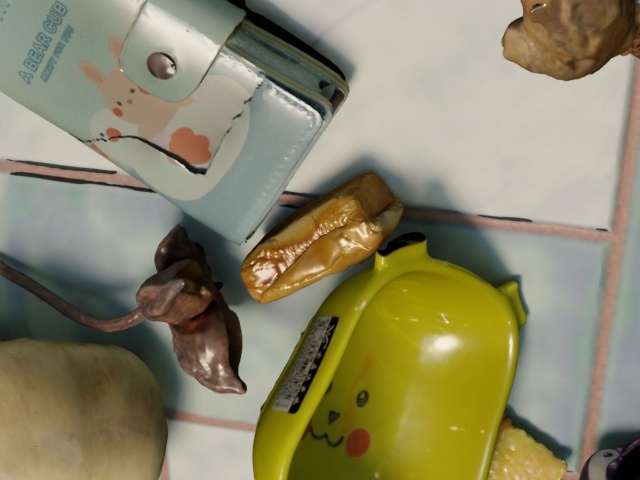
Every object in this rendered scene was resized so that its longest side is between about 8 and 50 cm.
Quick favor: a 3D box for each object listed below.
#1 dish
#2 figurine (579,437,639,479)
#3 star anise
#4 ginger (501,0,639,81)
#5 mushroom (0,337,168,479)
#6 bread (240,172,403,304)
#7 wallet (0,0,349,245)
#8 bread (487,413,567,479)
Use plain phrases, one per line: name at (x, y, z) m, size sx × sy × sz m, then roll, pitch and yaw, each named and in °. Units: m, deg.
dish at (0.035, 0.124, 0.982) m, size 0.221 × 0.262 × 0.108 m, roll 23°, pitch 177°, yaw -43°
figurine at (0.311, 0.216, 1.000) m, size 0.222 × 0.145 × 0.145 m, roll -7°, pitch 121°, yaw 18°
star anise at (-0.185, 0.049, 1.031) m, size 0.227 × 0.148 × 0.219 m, roll -21°, pitch 73°, yaw 15°
ginger at (0.182, -0.139, 0.740) m, size 0.122 × 0.290 × 0.084 m, roll -26°, pitch 72°, yaw 37°
mushroom at (-0.264, 0.159, 1.094) m, size 0.234 × 0.254 × 0.260 m, roll 57°, pitch 156°, yaw 27°
bread at (0.000, 0.000, 0.981) m, size 0.132 × 0.074 × 0.053 m, roll -30°, pitch 100°, yaw 28°
wallet at (-0.121, -0.119, 0.937) m, size 0.250 × 0.075 × 0.176 m, roll 32°, pitch 131°, yaw -6°
bread at (0.074, 0.242, 1.141) m, size 0.167 × 0.163 × 0.264 m, roll 38°, pitch 93°, yaw -6°
